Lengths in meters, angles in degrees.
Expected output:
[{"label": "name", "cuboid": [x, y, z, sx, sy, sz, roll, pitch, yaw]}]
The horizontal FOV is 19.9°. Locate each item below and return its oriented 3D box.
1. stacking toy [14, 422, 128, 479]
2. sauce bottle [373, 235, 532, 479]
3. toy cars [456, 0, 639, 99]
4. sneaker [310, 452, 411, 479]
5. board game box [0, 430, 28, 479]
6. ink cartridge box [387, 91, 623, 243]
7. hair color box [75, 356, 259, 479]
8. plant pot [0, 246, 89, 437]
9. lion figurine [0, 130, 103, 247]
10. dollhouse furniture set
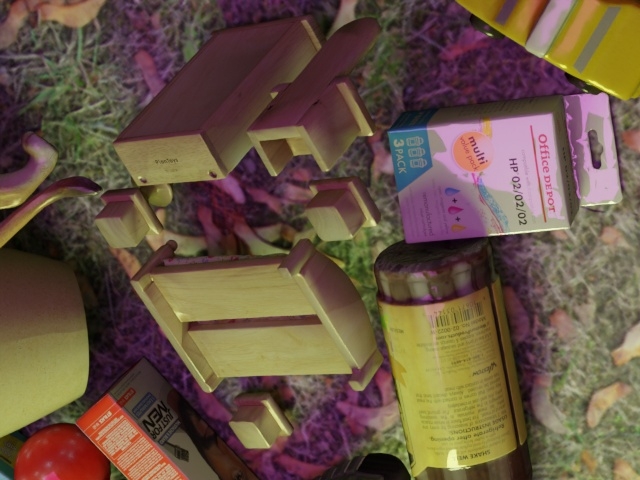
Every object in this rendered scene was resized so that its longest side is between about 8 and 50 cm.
[{"label": "stacking toy", "cuboid": [-0.163, 0.308, 1.710, 0.141, 0.141, 0.330, -34, 102, 24]}, {"label": "sauce bottle", "cuboid": [0.126, 0.166, 1.607, 0.111, 0.111, 0.344, -6, 105, 18]}, {"label": "toy cars", "cuboid": [0.158, -0.281, 1.458, 0.176, 0.087, 0.394, -16, 103, 21]}, {"label": "sneaker", "cuboid": [0.025, 0.285, 1.694, 0.228, 0.086, 0.132, -28, 106, 39]}, {"label": "board game box", "cuboid": [-0.443, 0.237, 1.819, 0.336, 0.079, 0.254, 37, 115, 2]}, {"label": "ink cartridge box", "cuboid": [0.157, -0.062, 1.547, 0.181, 0.061, 0.104, -6, 107, 18]}, {"label": "hair color box", "cuboid": [-0.140, 0.199, 1.708, 0.053, 0.093, 0.167, -40, 94, 24]}, {"label": "plant pot", "cuboid": [-0.356, 0.095, 1.642, 0.274, 0.256, 0.256, -6, 110, -19]}, {"label": "lion figurine", "cuboid": [-0.401, -0.060, 1.500, 0.392, 0.142, 0.240, 33, 85, -5]}, {"label": "dollhouse furniture set", "cuboid": [0.000, 0.000, 1.579, 0.303, 0.174, 0.355, -4, 127, 42]}]
